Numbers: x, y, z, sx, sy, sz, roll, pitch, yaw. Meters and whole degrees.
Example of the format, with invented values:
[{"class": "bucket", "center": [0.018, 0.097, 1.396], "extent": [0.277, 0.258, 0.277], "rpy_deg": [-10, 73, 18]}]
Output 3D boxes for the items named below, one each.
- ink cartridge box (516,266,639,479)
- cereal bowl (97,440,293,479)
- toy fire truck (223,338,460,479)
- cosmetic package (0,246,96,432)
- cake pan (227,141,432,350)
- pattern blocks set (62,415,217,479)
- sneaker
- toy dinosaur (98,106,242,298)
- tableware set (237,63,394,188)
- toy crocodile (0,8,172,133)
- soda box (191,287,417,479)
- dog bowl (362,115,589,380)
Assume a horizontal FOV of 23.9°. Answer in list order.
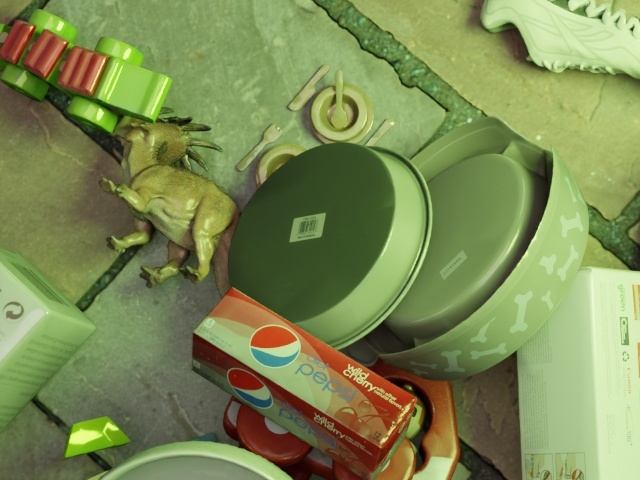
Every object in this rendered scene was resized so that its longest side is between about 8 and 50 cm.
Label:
[{"class": "ink cartridge box", "center": [0.375, 0.199, 1.839], "extent": [0.130, 0.272, 0.309], "rpy_deg": [-11, 77, 49]}, {"class": "cereal bowl", "center": [-0.139, 0.392, 1.791], "extent": [0.339, 0.141, 0.338], "rpy_deg": [1, 100, 5]}, {"class": "toy fire truck", "center": [0.036, 0.208, 1.896], "extent": [0.302, 0.169, 0.253], "rpy_deg": [20, 66, 8]}, {"class": "cosmetic package", "center": [-0.515, 0.215, 1.910], "extent": [0.161, 0.230, 0.453], "rpy_deg": [42, 87, 11]}, {"class": "cake pan", "center": [0.000, 0.000, 1.858], "extent": [0.293, 0.054, 0.293], "rpy_deg": [-21, 51, 28]}, {"class": "pattern blocks set", "center": [-0.255, 0.363, 1.884], "extent": [0.325, 0.026, 0.285], "rpy_deg": [-4, 77, -27]}, {"class": "sneaker", "center": [0.340, -0.259, 1.954], "extent": [0.292, 0.110, 0.118], "rpy_deg": [34, 94, 18]}, {"class": "toy dinosaur", "center": [-0.174, -0.052, 1.972], "extent": [0.295, 0.127, 0.200], "rpy_deg": [45, 56, -4]}, {"class": "tableware set", "center": [-0.009, -0.128, 1.998], "extent": [0.128, 0.039, 0.194], "rpy_deg": [41, 88, 10]}, {"class": "toy crocodile", "center": [-0.337, -0.230, 1.990], "extent": [0.341, 0.105, 0.115], "rpy_deg": [24, 85, 31]}, {"class": "soda box", "center": [-0.023, 0.167, 1.767], "extent": [0.263, 0.092, 0.083], "rpy_deg": [30, 56, 14]}, {"class": "dog bowl", "center": [0.174, 0.016, 1.827], "extent": [0.102, 0.349, 0.348], "rpy_deg": [38, 87, -28]}]
